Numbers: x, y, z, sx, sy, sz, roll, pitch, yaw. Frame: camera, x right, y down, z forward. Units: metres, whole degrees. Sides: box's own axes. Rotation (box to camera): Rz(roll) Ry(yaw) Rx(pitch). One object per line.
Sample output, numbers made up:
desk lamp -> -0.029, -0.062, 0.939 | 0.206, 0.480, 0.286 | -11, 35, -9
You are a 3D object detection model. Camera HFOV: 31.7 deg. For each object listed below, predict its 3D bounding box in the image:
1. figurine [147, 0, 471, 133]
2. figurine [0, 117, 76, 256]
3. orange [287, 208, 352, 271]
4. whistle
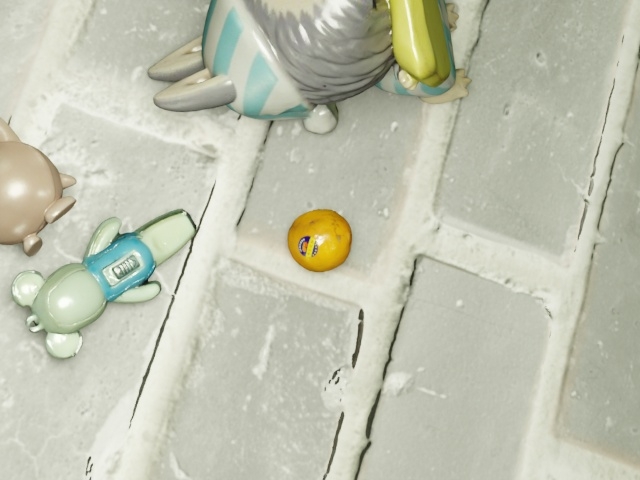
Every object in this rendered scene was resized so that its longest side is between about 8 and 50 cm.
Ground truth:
figurine -> -0.030, -0.266, 1.400 | 0.377, 0.361, 0.266 | -8, 76, 15
figurine -> -0.355, -0.056, 1.288 | 0.138, 0.125, 0.125 | 43, 69, 9
orange -> 0.000, 0.000, 1.406 | 0.083, 0.083, 0.084 | 4, 78, -17
whistle -> -0.247, 0.037, 1.326 | 0.235, 0.077, 0.114 | -37, 101, -27
